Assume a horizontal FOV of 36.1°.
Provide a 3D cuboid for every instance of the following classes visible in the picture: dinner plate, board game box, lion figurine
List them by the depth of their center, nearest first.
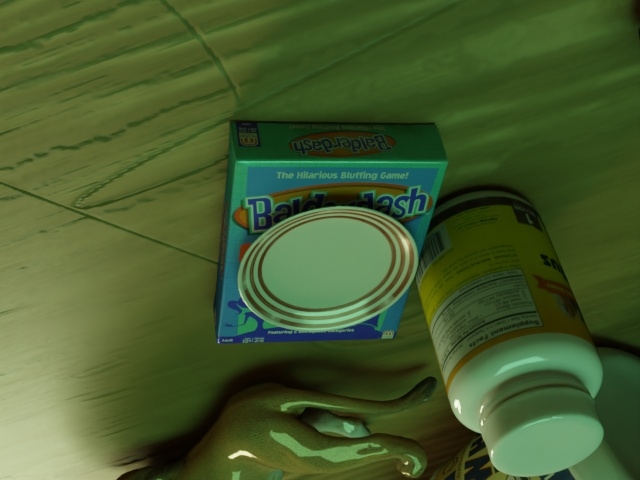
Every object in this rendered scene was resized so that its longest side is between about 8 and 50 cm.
[{"bbox_3d":[0.005,0.021,0.761,0.141,0.017,0.141,-7,138,-6],"label":"dinner plate"},{"bbox_3d":[0.000,0.000,0.787,0.160,0.047,0.210,-1,136,-11],"label":"board game box"},{"bbox_3d":[-0.084,0.236,0.982,0.240,0.142,0.392,28,111,-26],"label":"lion figurine"}]

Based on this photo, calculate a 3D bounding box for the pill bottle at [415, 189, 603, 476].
[{"bbox_3d":[0.146,0.070,0.770,0.117,0.215,0.117,-6,138,-6],"label":"pill bottle"}]

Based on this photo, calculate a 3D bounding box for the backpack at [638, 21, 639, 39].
[{"bbox_3d":[0.365,-0.147,0.617,0.225,0.191,0.253,20,124,-28],"label":"backpack"}]

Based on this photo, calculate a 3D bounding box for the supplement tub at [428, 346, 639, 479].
[{"bbox_3d":[0.241,0.283,1.008,0.228,0.228,0.316,17,130,-27],"label":"supplement tub"}]
